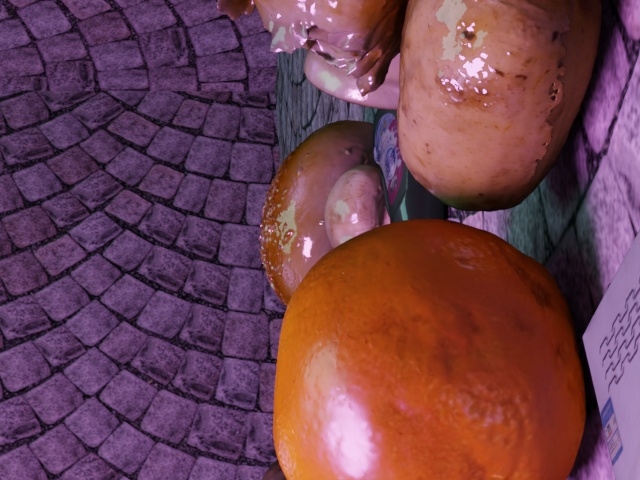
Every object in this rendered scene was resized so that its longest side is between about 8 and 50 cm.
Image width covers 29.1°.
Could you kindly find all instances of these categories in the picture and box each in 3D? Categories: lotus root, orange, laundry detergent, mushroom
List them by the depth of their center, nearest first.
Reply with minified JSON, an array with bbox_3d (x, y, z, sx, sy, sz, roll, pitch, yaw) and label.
[{"bbox_3d":[0.127,-0.133,0.907,0.284,0.146,0.160,104,154,-57],"label":"lotus root"},{"bbox_3d":[0.079,0.111,0.955,0.261,0.261,0.261,179,90,-83],"label":"orange"},{"bbox_3d":[0.105,-0.064,1.426,0.137,0.063,0.211,119,150,-56],"label":"laundry detergent"},{"bbox_3d":[0.065,-0.026,1.549,0.148,0.112,0.148,7,-90,-66],"label":"mushroom"}]

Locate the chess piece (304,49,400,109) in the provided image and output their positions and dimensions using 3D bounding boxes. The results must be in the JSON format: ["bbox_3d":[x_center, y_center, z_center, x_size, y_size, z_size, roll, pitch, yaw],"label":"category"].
[{"bbox_3d":[0.082,-0.307,1.326,0.167,0.167,0.300,-104,22,-62],"label":"chess piece"}]

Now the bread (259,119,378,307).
[{"bbox_3d":[-0.002,0.005,1.705,0.192,0.171,0.314,-49,-36,-54],"label":"bread"}]

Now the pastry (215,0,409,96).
[{"bbox_3d":[0.065,-0.288,0.963,0.330,0.136,0.330,-54,-11,-16],"label":"pastry"}]

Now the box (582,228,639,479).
[{"bbox_3d":[0.209,0.061,0.650,0.270,0.045,0.211,99,169,-54],"label":"box"}]

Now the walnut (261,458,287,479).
[{"bbox_3d":[0.029,0.345,1.419,0.248,0.248,0.248,179,90,-83],"label":"walnut"}]
